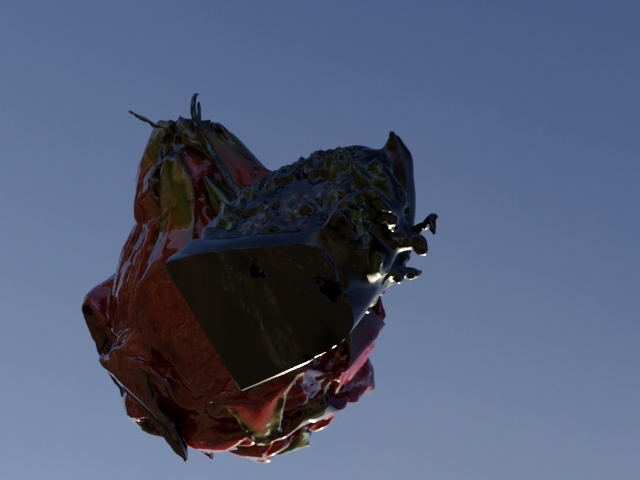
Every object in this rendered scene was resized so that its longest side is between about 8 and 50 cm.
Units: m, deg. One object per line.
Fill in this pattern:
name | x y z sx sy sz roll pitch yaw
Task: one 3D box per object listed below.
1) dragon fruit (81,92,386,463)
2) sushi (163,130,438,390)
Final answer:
dragon fruit | -0.077 0.033 0.954 0.233 0.234 0.293 -15 -69 49
sushi | 0.000 0.000 0.473 0.084 0.083 0.056 -24 -74 16
